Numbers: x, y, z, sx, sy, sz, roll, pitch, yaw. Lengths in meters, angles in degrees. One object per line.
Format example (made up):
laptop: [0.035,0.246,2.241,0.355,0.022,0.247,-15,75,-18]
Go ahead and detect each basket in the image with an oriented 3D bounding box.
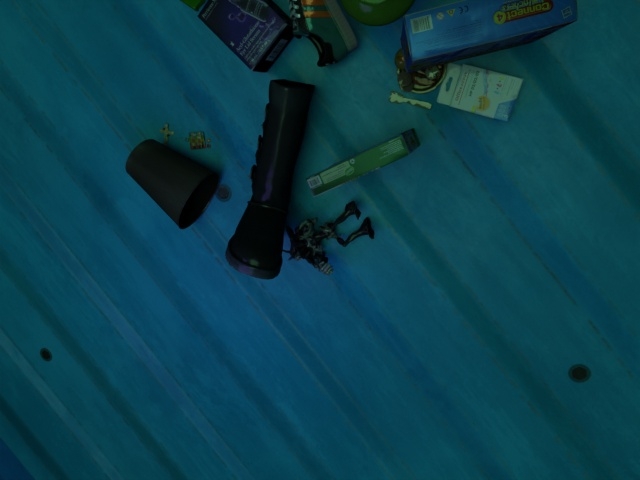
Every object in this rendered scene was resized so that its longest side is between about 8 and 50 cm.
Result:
basket: [-0.439,-0.178,1.506,0.226,0.154,0.204,36,116,9]

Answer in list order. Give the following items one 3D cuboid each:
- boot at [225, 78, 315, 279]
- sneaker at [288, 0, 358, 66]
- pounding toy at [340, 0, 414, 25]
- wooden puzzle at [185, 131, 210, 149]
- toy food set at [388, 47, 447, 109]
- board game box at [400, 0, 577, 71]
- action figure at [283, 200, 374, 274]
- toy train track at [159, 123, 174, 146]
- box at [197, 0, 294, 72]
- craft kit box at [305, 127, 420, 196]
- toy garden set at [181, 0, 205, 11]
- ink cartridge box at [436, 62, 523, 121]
boot: [-0.112,-0.171,1.302,0.146,0.367,0.445,15,110,-12]
sneaker: [-0.034,-0.563,1.247,0.121,0.108,0.302,-37,112,1]
pounding toy: [0.106,-0.572,1.065,0.182,0.110,0.237,-7,105,19]
wooden puzzle: [-0.363,-0.295,1.523,0.083,0.006,0.049,-1,104,17]
toy food set: [0.246,-0.429,1.284,0.132,0.038,0.192,17,109,12]
board game box: [0.329,-0.444,1.091,0.308,0.302,0.086,-11,102,11]
action figure: [0.000,0.000,1.424,0.275,0.141,0.164,-28,107,20]
toy train track: [-0.464,-0.307,1.546,0.048,0.014,0.083,12,108,14]
box: [-0.185,-0.566,1.341,0.207,0.108,0.153,44,113,1]
craft kit box: [0.112,-0.197,1.278,0.249,0.246,0.061,-22,100,22]
toy garden set: [-0.322,-0.729,1.328,0.203,0.049,0.244,36,85,7]
ink cartridge box: [0.380,-0.361,1.249,0.181,0.061,0.104,18,109,12]
